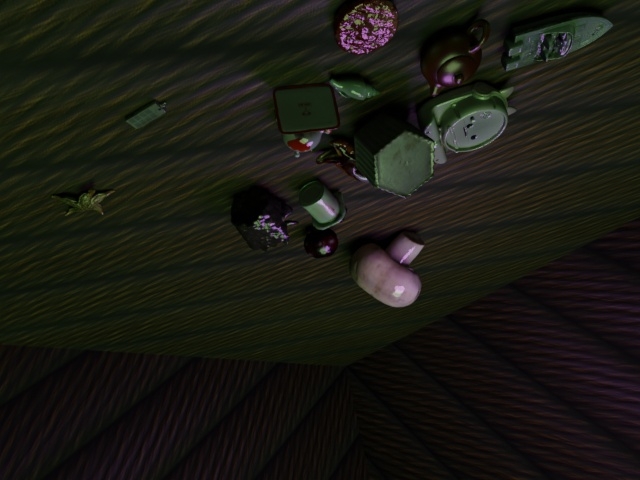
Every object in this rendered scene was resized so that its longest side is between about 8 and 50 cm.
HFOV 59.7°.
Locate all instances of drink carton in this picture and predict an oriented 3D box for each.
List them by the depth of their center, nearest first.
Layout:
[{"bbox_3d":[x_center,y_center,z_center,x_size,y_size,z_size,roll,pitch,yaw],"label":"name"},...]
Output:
[{"bbox_3d":[-0.003,-0.141,2.107,0.146,0.144,0.142,-23,144,19],"label":"drink carton"}]

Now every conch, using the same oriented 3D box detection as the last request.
[{"bbox_3d":[0.102,-0.457,1.665,0.180,0.088,0.065,8,103,-22],"label":"conch"}]

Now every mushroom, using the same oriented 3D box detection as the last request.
[{"bbox_3d":[0.305,0.139,2.555,0.325,0.353,0.353,-10,156,-38],"label":"mushroom"}]

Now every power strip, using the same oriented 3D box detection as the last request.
[{"bbox_3d":[-0.502,-0.367,1.616,0.136,0.019,0.051,-22,148,18],"label":"power strip"}]

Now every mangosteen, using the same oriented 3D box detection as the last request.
[{"bbox_3d":[0.000,0.000,2.370,0.152,0.153,0.152,-10,152,-5],"label":"mangosteen"}]

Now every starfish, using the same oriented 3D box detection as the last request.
[{"bbox_3d":[-0.800,-0.126,1.916,0.208,0.053,0.176,-14,162,16],"label":"starfish"}]

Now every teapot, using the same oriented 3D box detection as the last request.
[{"bbox_3d":[0.393,-0.515,1.589,0.178,0.135,0.252,3,149,-34],"label":"teapot"}]

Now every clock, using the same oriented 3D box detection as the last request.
[{"bbox_3d":[0.496,-0.401,1.860,0.324,0.109,0.265,-21,150,14],"label":"clock"}]

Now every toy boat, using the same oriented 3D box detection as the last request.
[{"bbox_3d":[0.688,-0.585,1.619,0.319,0.092,0.141,-15,153,4],"label":"toy boat"}]

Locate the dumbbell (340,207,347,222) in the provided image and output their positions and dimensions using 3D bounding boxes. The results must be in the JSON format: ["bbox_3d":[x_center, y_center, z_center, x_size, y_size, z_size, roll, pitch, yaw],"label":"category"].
[{"bbox_3d":[0.085,-0.107,2.302,0.040,0.036,0.083,-5,151,-14],"label":"dumbbell"}]

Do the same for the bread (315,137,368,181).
[{"bbox_3d":[0.120,-0.283,1.955,0.268,0.095,0.139,22,134,-27],"label":"bread"}]

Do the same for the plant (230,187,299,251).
[{"bbox_3d":[-0.208,-0.062,2.106,0.198,0.189,0.276,-20,150,16],"label":"plant"}]

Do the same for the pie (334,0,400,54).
[{"bbox_3d":[0.119,-0.567,1.473,0.182,0.050,0.182,-9,153,-4],"label":"pie"}]

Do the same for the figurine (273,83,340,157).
[{"bbox_3d":[-0.051,-0.346,1.724,0.183,0.160,0.226,-7,160,-9],"label":"figurine"}]

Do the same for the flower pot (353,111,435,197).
[{"bbox_3d":[0.238,-0.276,1.808,0.239,0.190,0.209,16,113,-28],"label":"flower pot"}]
